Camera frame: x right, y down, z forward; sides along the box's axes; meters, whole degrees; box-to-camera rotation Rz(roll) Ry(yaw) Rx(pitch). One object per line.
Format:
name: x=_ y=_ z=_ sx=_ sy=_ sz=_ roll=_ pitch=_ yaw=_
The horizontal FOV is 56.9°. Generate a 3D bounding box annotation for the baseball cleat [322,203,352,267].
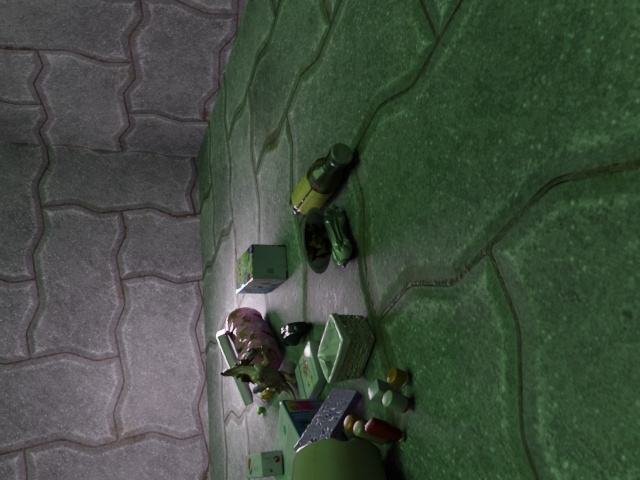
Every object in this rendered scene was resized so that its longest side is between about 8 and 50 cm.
baseball cleat: x=0.045 y=-0.008 z=1.752 sx=0.109 sy=0.072 sz=0.206 roll=98 pitch=168 yaw=-46

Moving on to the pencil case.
pencil case: x=-0.280 y=0.412 z=2.415 sx=0.160 sy=0.167 sz=0.386 roll=-64 pitch=24 yaw=10

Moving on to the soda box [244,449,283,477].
soda box: x=-0.183 y=0.712 z=1.875 sx=0.216 sy=0.069 sz=0.074 roll=132 pitch=136 yaw=-61

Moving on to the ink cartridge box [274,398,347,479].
ink cartridge box: x=-0.014 y=0.687 z=1.728 sx=0.395 sy=0.151 sz=0.270 roll=-134 pitch=49 yaw=-64

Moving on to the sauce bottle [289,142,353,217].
sauce bottle: x=0.003 y=-0.183 z=1.823 sx=0.344 sy=0.111 sz=0.111 roll=137 pitch=132 yaw=-60

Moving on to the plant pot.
plant pot: x=0.051 y=0.650 z=1.386 sx=0.334 sy=0.333 sz=0.305 roll=114 pitch=160 yaw=-45

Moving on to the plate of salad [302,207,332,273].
plate of salad: x=0.000 y=0.000 z=1.772 sx=0.048 sy=0.200 sz=0.200 roll=-4 pitch=82 yaw=25

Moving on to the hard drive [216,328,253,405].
hard drive: x=-0.361 y=0.531 z=2.498 sx=0.203 sy=0.040 sz=0.308 roll=157 pitch=90 yaw=-82

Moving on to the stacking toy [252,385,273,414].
stacking toy: x=-0.259 y=0.622 z=2.512 sx=0.221 sy=0.052 sz=0.167 roll=116 pitch=149 yaw=-48

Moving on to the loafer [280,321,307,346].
loafer: x=-0.091 y=0.330 z=2.076 sx=0.223 sy=0.076 sz=0.078 roll=137 pitch=126 yaw=-68

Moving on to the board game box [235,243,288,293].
board game box: x=-0.244 y=0.120 z=2.388 sx=0.275 sy=0.144 sz=0.142 roll=142 pitch=128 yaw=-62

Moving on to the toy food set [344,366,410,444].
toy food set: x=0.162 y=0.416 z=1.420 sx=0.232 sy=0.104 sz=0.111 roll=-56 pitch=20 yaw=25

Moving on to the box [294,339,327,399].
box: x=-0.033 y=0.443 z=1.957 sx=0.186 sy=0.038 sz=0.145 roll=114 pitch=150 yaw=-42

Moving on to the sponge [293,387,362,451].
sponge: x=0.022 y=0.498 z=1.617 sx=0.117 sy=0.031 sz=0.210 roll=-11 pitch=36 yaw=55

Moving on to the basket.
basket: x=0.070 y=0.293 z=1.613 sx=0.113 sy=0.103 sz=0.167 roll=-116 pitch=34 yaw=-51

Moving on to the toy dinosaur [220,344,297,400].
toy dinosaur: x=-0.196 y=0.500 z=2.147 sx=0.127 sy=0.295 sz=0.200 roll=-60 pitch=9 yaw=-34
